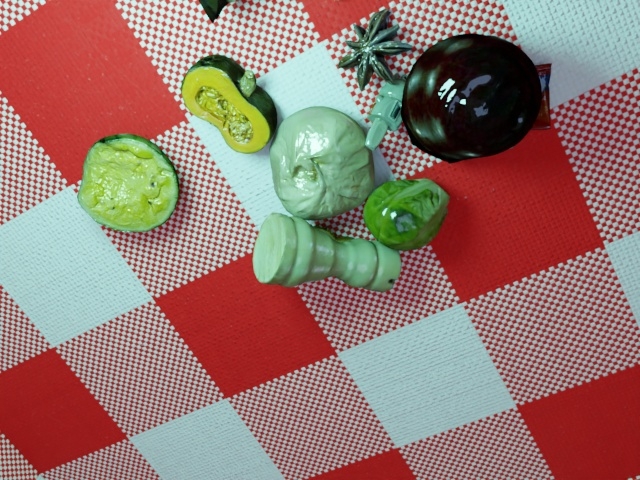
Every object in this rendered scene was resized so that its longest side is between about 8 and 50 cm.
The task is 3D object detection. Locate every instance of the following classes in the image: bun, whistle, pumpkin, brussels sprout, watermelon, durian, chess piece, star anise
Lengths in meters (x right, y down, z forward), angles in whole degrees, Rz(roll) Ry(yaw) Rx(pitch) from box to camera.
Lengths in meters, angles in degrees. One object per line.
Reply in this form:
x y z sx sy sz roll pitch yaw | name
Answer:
0.000 -0.221 1.948 0.360 0.213 0.362 3 117 7 | bun
0.200 -0.382 1.883 0.101 0.106 0.253 25 81 -1 | whistle
-0.257 -0.424 1.922 0.221 0.139 0.317 -40 104 24 | pumpkin
0.277 -0.086 1.983 0.271 0.219 0.210 -36 152 -1 | brussels sprout
-0.604 -0.206 2.042 0.330 0.190 0.331 -3 129 -4 | watermelon
-0.003 0.003 2.138 0.224 0.078 0.141 -7 106 -15 | durian
0.032 0.057 2.001 0.441 0.234 0.234 11 119 -26 | chess piece
0.156 -0.549 1.829 0.229 0.093 0.237 10 99 24 | star anise

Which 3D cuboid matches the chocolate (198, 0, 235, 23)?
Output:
-0.208 -0.788 1.642 0.296 0.326 0.314 -8 158 12 | chocolate

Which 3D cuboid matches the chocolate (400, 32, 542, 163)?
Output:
0.433 -0.376 1.719 0.383 0.331 0.384 -4 109 -11 | chocolate

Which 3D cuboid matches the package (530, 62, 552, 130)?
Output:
0.642 -0.422 1.885 0.083 0.022 0.201 -5 116 9 | package
